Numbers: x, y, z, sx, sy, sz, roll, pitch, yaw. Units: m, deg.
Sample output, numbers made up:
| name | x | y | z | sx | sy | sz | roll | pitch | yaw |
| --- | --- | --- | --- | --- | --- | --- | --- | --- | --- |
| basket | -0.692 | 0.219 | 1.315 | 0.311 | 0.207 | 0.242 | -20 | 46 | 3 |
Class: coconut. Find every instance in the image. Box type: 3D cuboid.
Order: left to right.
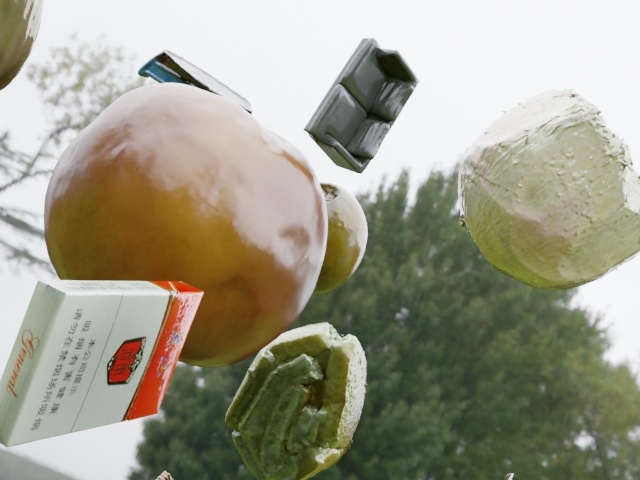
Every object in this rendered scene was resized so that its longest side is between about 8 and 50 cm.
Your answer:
| name | x | y | z | sx | sy | sz | roll | pitch | yaw |
| --- | --- | --- | --- | --- | --- | --- | --- | --- | --- |
| coconut | 0.341 | -0.062 | 1.630 | 0.297 | 0.254 | 0.297 | 58 | 1 | -2 |

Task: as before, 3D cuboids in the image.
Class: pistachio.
| name | x | y | z | sx | sy | sz | roll | pitch | yaw |
| --- | --- | --- | --- | --- | --- | --- | --- | --- | --- |
| pistachio | -0.357 | -0.229 | 1.135 | 0.108 | 0.185 | 0.126 | 19 | 29 | -53 |

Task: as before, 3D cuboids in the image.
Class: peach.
| name | x | y | z | sx | sy | sz | roll | pitch | yaw |
| --- | --- | --- | --- | --- | --- | --- | --- | --- | --- |
| peach | -0.165 | -0.010 | 1.283 | 0.343 | 0.301 | 0.343 | 23 | -12 | 5 |

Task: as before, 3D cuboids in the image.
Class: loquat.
| name | x | y | z | sx | sy | sz | roll | pitch | yaw |
| --- | --- | --- | --- | --- | --- | --- | --- | --- | --- |
| loquat | 0.000 | 0.000 | 2.079 | 0.179 | 0.179 | 0.227 | 16 | -56 | 17 |

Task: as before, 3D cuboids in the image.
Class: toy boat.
| name | x | y | z | sx | sy | sz | roll | pitch | yaw |
| --- | --- | --- | --- | --- | --- | --- | --- | --- | --- |
| toy boat | -0.222 | -0.248 | 1.888 | 0.223 | 0.097 | 0.100 | 30 | 18 | -28 |

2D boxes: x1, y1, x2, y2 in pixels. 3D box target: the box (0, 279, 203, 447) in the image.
| name | x | y | z | sx | sy | sz | roll | pitch | yaw |
| --- | --- | --- | --- | --- | --- | --- | --- | --- | --- |
| box | -0.191 | 0.101 | 0.951 | 0.035 | 0.139 | 0.245 | 23 | 4 | 20 |

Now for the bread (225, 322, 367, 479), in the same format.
| name | x | y | z | sx | sy | sz | roll | pitch | yaw |
| --- | --- | --- | --- | --- | --- | --- | --- | --- | --- |
| bread | -0.033 | 0.234 | 1.594 | 0.186 | 0.257 | 0.124 | 29 | 19 | 18 |

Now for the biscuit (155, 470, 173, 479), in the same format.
| name | x | y | z | sx | sy | sz | roll | pitch | yaw |
| --- | --- | --- | --- | --- | --- | --- | --- | --- | --- |
| biscuit | -0.281 | 0.465 | 1.751 | 0.025 | 0.126 | 0.206 | 33 | -38 | 20 |

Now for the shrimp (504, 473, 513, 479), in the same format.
| name | x | y | z | sx | sy | sz | roll | pitch | yaw |
| --- | --- | --- | --- | --- | --- | --- | --- | --- | --- |
| shrimp | 0.150 | 0.324 | 1.188 | 0.168 | 0.077 | 0.317 | 19 | 14 | 22 |

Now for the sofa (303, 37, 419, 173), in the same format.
| name | x | y | z | sx | sy | sz | roll | pitch | yaw |
| --- | --- | --- | --- | --- | --- | --- | --- | --- | --- |
| sofa | 0.054 | -0.163 | 1.293 | 0.060 | 0.147 | 0.085 | 19 | -19 | 45 |
